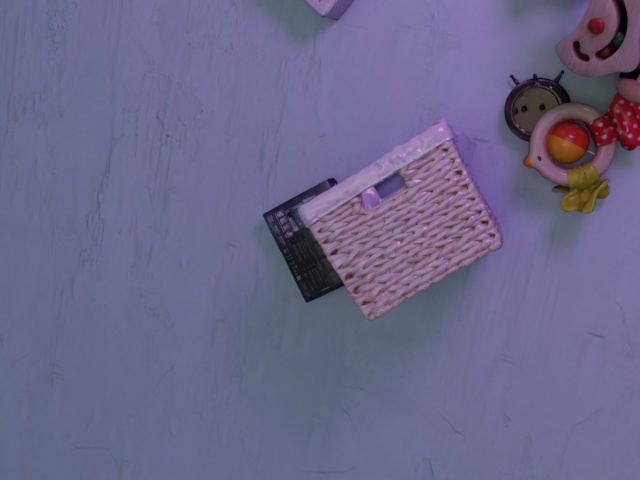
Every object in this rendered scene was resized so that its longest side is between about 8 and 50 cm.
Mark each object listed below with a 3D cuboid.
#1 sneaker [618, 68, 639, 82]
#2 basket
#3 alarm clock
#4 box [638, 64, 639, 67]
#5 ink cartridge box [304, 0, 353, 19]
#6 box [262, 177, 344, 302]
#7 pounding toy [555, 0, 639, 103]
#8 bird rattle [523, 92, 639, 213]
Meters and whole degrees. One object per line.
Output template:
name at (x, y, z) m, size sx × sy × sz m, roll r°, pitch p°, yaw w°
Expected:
sneaker at (0.673, -0.253, 1.656) m, size 0.237 × 0.085 × 0.086 m, roll 33°, pitch 137°, yaw 17°
basket at (0.172, -0.047, 1.727) m, size 0.328 × 0.331 × 0.266 m, roll -31°, pitch 90°, yaw 11°
alarm clock at (0.441, -0.244, 1.757) m, size 0.129 × 0.064 × 0.192 m, roll -2°, pitch 102°, yaw 21°
box at (0.574, -0.368, 1.627) m, size 0.156 × 0.158 × 0.093 m, roll -4°, pitch 100°, yaw 21°
ink cartridge box at (-0.012, -0.628, 1.827) m, size 0.273 × 0.114 × 0.197 m, roll 45°, pitch 111°, yaw 9°
box at (0.000, 0.000, 1.969) m, size 0.183 × 0.059 × 0.232 m, roll -28°, pitch 89°, yaw 23°
pounding toy at (0.517, -0.378, 1.507) m, size 0.154 × 0.155 × 0.269 m, roll 24°, pitch 135°, yaw 37°
bird rattle at (0.514, -0.183, 1.680) m, size 0.207 × 0.143 × 0.253 m, roll 24°, pitch 111°, yaw 2°
